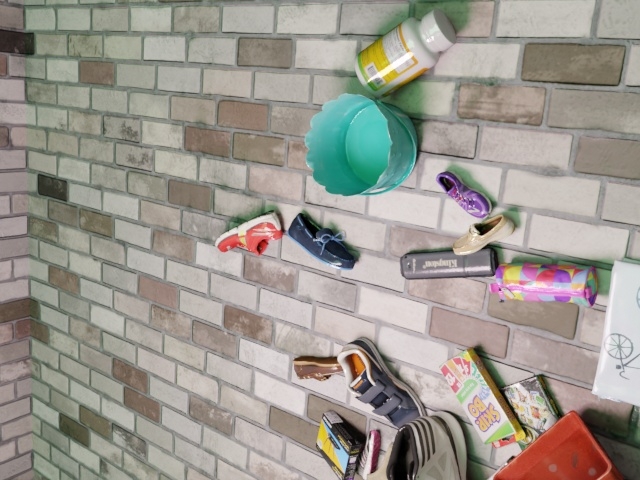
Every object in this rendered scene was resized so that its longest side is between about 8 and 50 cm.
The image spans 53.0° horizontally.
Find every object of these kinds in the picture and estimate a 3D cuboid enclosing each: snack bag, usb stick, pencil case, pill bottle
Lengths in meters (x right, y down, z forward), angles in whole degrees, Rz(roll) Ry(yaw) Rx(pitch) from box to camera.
[{"bbox_3d":[0.789,0.234,1.409,0.322,0.037,0.343,13,104,35],"label":"snack bag"},{"bbox_3d":[0.338,0.064,1.708,0.277,0.045,0.077,-5,94,37],"label":"usb stick"},{"bbox_3d":[0.535,0.105,1.537,0.236,0.104,0.105,-2,97,36],"label":"pencil case"},{"bbox_3d":[0.219,-0.483,1.650,0.245,0.136,0.137,-27,81,36],"label":"pill bottle"}]

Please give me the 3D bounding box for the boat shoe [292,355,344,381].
[{"bbox_3d":[0.002,0.401,1.998,0.206,0.073,0.073,-8,94,44],"label":"boat shoe"}]

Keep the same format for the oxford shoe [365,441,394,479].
[{"bbox_3d":[0.183,0.749,1.898,0.130,0.123,0.348,37,108,31],"label":"oxford shoe"}]

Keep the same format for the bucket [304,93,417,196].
[{"bbox_3d":[0.117,-0.254,1.734,0.281,0.183,0.282,7,102,36],"label":"bucket"}]

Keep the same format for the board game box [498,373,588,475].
[{"bbox_3d":[0.554,0.481,1.627,0.136,0.030,0.260,-31,79,34],"label":"board game box"}]

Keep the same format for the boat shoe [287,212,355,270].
[{"bbox_3d":[0.000,0.000,1.912,0.258,0.109,0.089,31,111,27],"label":"boat shoe"}]

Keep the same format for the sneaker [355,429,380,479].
[{"bbox_3d":[0.133,0.644,1.942,0.074,0.063,0.171,17,112,27],"label":"sneaker"}]

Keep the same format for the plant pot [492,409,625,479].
[{"bbox_3d":[0.590,0.603,1.455,0.236,0.267,0.267,44,101,-5],"label":"plant pot"}]

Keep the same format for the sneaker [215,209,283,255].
[{"bbox_3d":[-0.235,0.000,2.089,0.279,0.107,0.119,-24,92,39],"label":"sneaker"}]

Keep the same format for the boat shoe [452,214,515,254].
[{"bbox_3d":[0.403,-0.019,1.626,0.170,0.063,0.059,-28,124,29],"label":"boat shoe"}]

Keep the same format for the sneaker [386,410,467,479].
[{"bbox_3d":[0.285,0.685,1.662,0.169,0.257,0.448,-30,66,43],"label":"sneaker"}]

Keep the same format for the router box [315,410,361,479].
[{"bbox_3d":[0.054,0.630,1.967,0.179,0.046,0.133,37,121,56],"label":"router box"}]

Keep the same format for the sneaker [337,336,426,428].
[{"bbox_3d":[0.164,0.432,1.849,0.321,0.127,0.126,49,121,18],"label":"sneaker"}]

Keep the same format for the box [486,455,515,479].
[{"bbox_3d":[0.540,0.757,1.664,0.322,0.058,0.232,44,121,22],"label":"box"}]

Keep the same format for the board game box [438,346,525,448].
[{"bbox_3d":[0.423,0.420,1.691,0.260,0.039,0.124,58,140,13],"label":"board game box"}]

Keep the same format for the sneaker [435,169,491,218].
[{"bbox_3d":[0.360,-0.113,1.647,0.170,0.071,0.068,42,119,23],"label":"sneaker"}]
